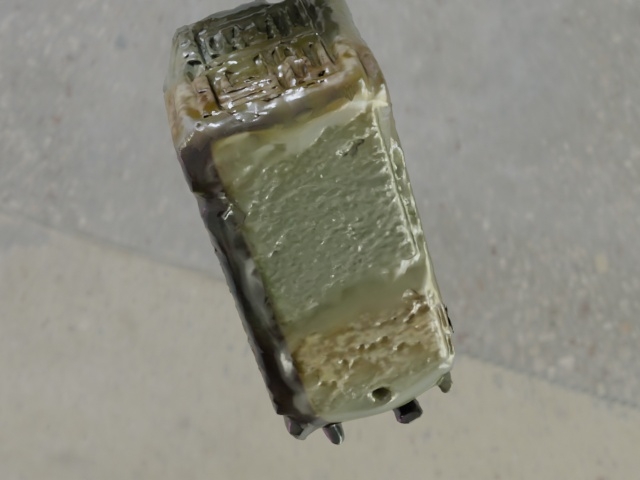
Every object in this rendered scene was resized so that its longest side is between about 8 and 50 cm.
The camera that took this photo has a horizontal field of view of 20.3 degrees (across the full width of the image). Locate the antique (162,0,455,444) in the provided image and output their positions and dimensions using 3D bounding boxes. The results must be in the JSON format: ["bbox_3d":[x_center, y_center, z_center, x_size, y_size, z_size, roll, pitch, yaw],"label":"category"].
[{"bbox_3d":[0.000,0.000,1.109,0.125,0.150,0.284,-18,124,0],"label":"antique"}]
